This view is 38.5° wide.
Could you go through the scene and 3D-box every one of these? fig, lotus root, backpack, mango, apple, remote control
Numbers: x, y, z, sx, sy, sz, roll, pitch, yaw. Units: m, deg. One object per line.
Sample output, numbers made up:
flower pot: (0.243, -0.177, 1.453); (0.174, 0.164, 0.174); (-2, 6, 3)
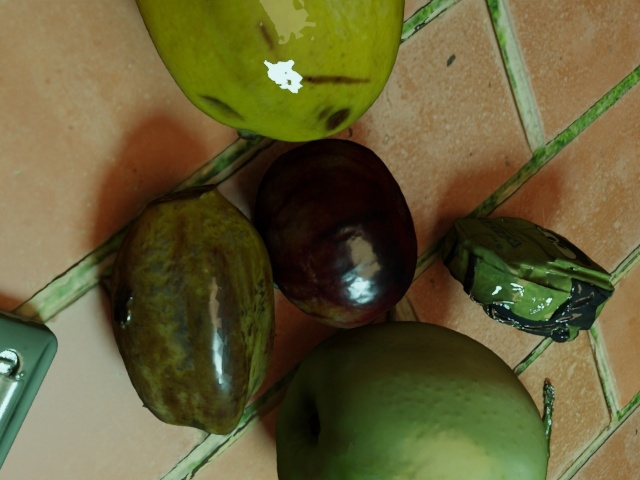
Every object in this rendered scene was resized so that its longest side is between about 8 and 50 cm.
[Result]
fig: (0.015, -0.006, 1.128); (0.215, 0.235, 0.234); (-4, 112, -3)
lotus root: (-0.152, 0.076, 1.070); (0.193, 0.193, 0.290); (-17, 119, -31)
backpack: (0.298, 0.050, 1.375); (0.253, 0.207, 0.140); (13, 111, -33)
mango: (-0.058, -0.319, 0.951); (0.301, 0.220, 0.444); (-24, 116, -26)
apple: (0.110, 0.276, 1.231); (0.357, 0.357, 0.357); (-14, 115, -33)
remote control: (-0.405, 0.235, 0.997); (0.128, 0.066, 0.335); (25, 92, -43)

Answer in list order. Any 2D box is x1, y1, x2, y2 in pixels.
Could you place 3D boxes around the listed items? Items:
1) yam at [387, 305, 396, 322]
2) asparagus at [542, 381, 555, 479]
yam: (0.106, 0.127, 1.372); (0.014, 0.014, 0.107); (-12, 113, -33)
asparagus: (0.414, 0.369, 1.690); (0.024, 0.025, 0.248); (3, 111, 7)
